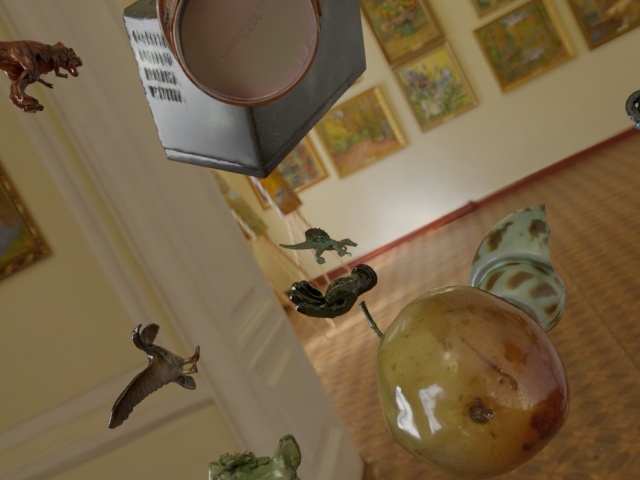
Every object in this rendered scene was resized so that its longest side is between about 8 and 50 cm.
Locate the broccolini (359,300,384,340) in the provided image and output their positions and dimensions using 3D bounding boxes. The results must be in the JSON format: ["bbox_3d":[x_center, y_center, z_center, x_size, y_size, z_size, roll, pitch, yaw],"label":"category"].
[{"bbox_3d":[0.153,0.239,1.812,0.044,0.218,0.042,-26,1,-8],"label":"broccolini"}]

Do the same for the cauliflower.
[{"bbox_3d":[-0.138,0.605,1.782,0.327,0.260,0.281,-3,-20,-30],"label":"cauliflower"}]

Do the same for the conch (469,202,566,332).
[{"bbox_3d":[0.415,0.085,1.626,0.197,0.249,0.368,-1,36,4],"label":"conch"}]

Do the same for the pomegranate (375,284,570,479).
[{"bbox_3d":[0.228,0.219,1.203,0.319,0.319,0.319,-27,7,3],"label":"pomegranate"}]

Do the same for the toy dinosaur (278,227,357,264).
[{"bbox_3d":[-0.002,0.003,1.625,0.187,0.044,0.106,9,32,-13],"label":"toy dinosaur"}]

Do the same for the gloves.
[{"bbox_3d":[0.035,0.127,1.829,0.268,0.107,0.135,-13,-8,-44],"label":"gloves"}]

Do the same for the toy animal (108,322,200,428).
[{"bbox_3d":[-0.331,0.238,1.605,0.160,0.197,0.272,8,39,-6],"label":"toy animal"}]

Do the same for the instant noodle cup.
[{"bbox_3d":[-0.108,-0.307,1.083,0.250,0.250,0.192,-27,27,5],"label":"instant noodle cup"}]

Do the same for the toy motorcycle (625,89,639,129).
[{"bbox_3d":[0.755,-0.246,1.514,0.272,0.182,0.123,-15,-17,11],"label":"toy motorcycle"}]

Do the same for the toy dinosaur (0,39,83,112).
[{"bbox_3d":[-0.702,-0.398,1.769,0.097,0.208,0.432,-18,-10,30],"label":"toy dinosaur"}]

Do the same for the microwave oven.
[{"bbox_3d":[-0.120,-0.383,1.469,0.236,0.374,0.432,13,44,25],"label":"microwave oven"}]
